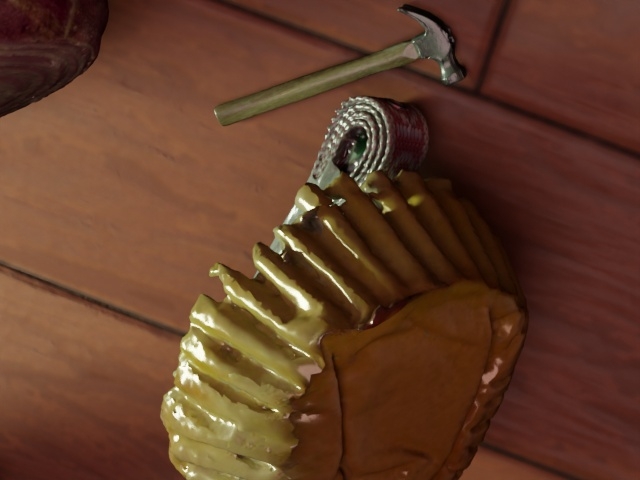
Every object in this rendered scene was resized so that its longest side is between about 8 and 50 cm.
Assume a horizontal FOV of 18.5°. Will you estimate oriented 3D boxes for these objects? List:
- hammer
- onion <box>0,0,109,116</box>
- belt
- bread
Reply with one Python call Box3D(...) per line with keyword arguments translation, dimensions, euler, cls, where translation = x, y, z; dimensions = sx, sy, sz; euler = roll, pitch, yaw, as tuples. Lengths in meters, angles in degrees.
Box3D(translation=(0.008, -0.115, 1.366), dimensions=(0.182, 0.017, 0.062), euler=(-16, 105, 19), cls="hammer")
Box3D(translation=(-0.271, -0.186, 1.306), dimensions=(0.230, 0.272, 0.256), euler=(-39, 104, -3), cls="onion")
Box3D(translation=(0.000, 0.000, 1.379), dimensions=(0.071, 0.053, 0.232), euler=(51, 121, 35), cls="belt")
Box3D(translation=(0.026, 0.091, 1.318), dimensions=(0.274, 0.149, 0.274), euler=(-18, 131, -22), cls="bread")
